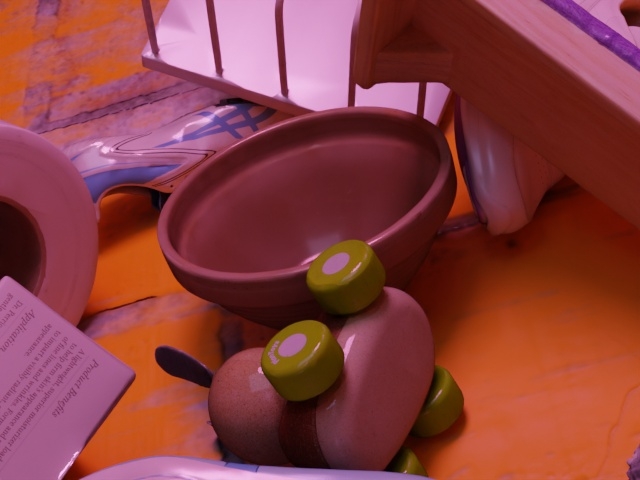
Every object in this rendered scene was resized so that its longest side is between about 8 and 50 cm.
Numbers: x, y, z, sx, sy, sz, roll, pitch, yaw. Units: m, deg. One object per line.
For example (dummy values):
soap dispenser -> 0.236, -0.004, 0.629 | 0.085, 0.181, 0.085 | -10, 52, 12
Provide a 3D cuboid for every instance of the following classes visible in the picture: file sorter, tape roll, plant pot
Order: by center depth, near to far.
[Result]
plant pot -> 0.000, 0.000, 1.144 | 0.237, 0.109, 0.237 | -14, 31, 9
tape roll -> -0.329, 0.003, 1.195 | 0.169, 0.246, 0.246 | 20, 54, 40
file sorter -> -0.001, -0.234, 1.278 | 0.278, 0.173, 0.192 | 19, 64, 9

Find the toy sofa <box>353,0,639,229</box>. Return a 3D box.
toy sofa -> 0.211, -0.109, 1.037 | 0.362, 0.150, 0.177 | 40, 67, 17

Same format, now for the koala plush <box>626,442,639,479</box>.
koala plush -> 0.172, 0.209, 0.741 | 0.203, 0.221, 0.196 | 21, 54, 40

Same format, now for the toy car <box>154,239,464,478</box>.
toy car -> -0.023, 0.104, 1.026 | 0.188, 0.155, 0.149 | -7, 39, 36

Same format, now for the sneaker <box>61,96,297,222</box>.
sneaker -> -0.124, -0.077, 1.342 | 0.237, 0.086, 0.085 | -19, 2, -15

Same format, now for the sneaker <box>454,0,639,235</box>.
sneaker -> 0.204, -0.125, 1.202 | 0.152, 0.114, 0.305 | 1, 44, 27

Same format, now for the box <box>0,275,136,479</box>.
box -> -0.249, 0.150, 1.020 | 0.182, 0.119, 0.181 | -41, 12, 53

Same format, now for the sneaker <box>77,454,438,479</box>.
sneaker -> -0.062, 0.245, 0.884 | 0.319, 0.127, 0.208 | -5, 40, 20
